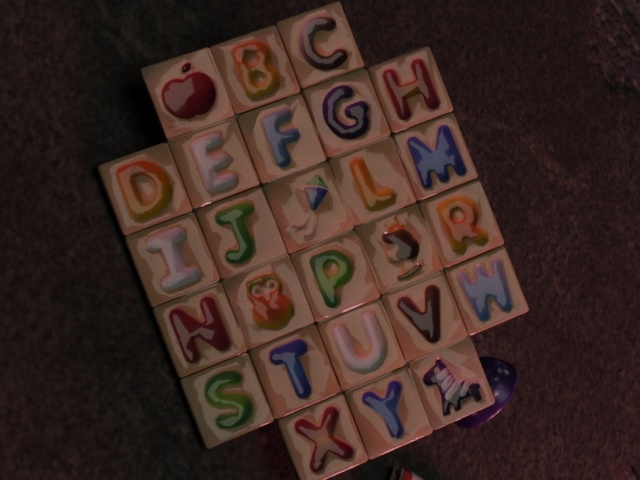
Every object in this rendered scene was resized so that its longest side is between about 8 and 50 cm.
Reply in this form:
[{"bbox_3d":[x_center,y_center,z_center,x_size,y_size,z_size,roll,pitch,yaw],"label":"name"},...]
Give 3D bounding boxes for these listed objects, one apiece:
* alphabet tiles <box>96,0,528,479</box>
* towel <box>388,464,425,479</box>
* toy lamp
[{"bbox_3d":[0.000,0.000,1.137,0.285,0.011,0.342,-21,90,-16],"label":"alphabet tiles"},{"bbox_3d":[0.149,0.363,1.217,0.329,0.037,0.237,38,53,-26],"label":"towel"},{"bbox_3d":[0.054,0.040,1.214,0.274,0.080,0.080,46,51,-23],"label":"toy lamp"}]
